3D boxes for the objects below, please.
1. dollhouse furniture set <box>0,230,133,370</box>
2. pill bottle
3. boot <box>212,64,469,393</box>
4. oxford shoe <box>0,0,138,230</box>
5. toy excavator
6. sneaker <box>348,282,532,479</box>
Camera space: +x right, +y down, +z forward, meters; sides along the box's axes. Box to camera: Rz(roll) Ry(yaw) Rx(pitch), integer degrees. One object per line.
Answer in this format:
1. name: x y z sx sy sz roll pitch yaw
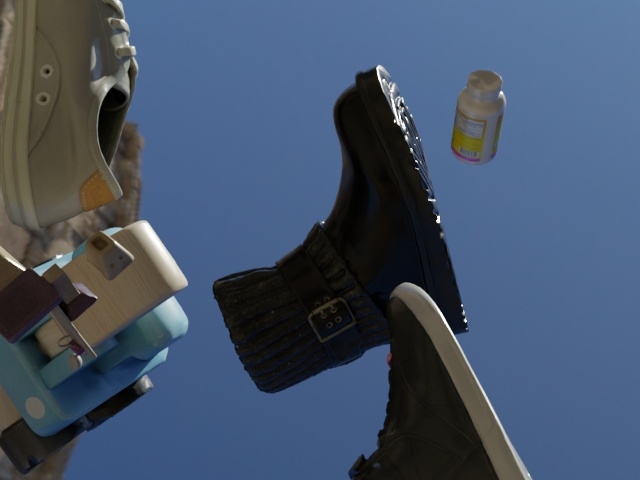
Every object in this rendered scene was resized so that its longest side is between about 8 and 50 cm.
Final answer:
1. dollhouse furniture set: -0.179 0.026 0.786 0.091 0.081 0.114 -44 -126 -16
2. pill bottle: 0.141 -0.110 1.085 0.043 0.083 0.043 1 -134 -2
3. boot: 0.000 0.003 1.294 0.260 0.348 0.131 -14 -151 6
4. oxford shoe: -0.263 -0.224 1.325 0.130 0.169 0.450 -1 -110 0
5. toy excavator: -0.260 0.080 1.393 0.445 0.433 0.222 -36 -92 27
6. sneaker: 0.062 0.150 0.938 0.146 0.105 0.296 -29 -143 5
